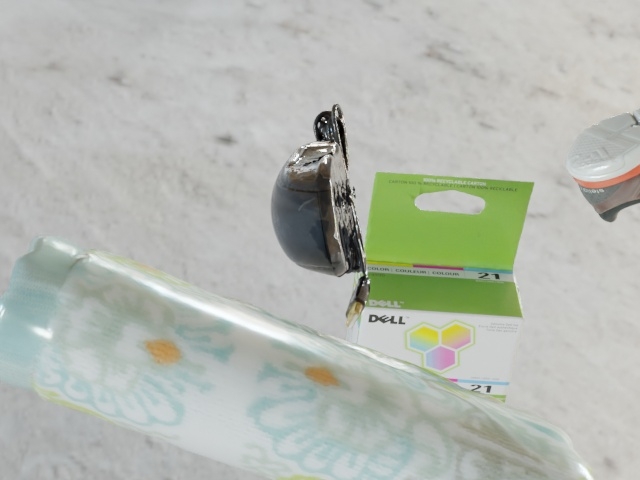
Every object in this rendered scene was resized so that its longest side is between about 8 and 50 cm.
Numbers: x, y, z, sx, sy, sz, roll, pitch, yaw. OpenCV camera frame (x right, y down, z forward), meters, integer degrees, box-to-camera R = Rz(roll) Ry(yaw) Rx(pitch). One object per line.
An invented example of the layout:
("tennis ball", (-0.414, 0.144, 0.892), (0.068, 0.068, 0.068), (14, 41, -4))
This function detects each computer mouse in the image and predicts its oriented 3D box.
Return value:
("computer mouse", (0.000, 0.000, 1.101), (0.060, 0.184, 0.262), (-8, 19, 6))

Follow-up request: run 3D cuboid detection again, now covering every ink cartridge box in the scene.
("ink cartridge box", (0.135, 0.056, 1.458), (0.189, 0.255, 0.097), (4, 37, -4))

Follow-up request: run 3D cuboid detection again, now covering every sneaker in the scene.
("sneaker", (0.227, -0.058, 0.772), (0.158, 0.065, 0.061), (-21, 35, 11))

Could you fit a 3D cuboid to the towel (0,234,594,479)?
("towel", (-0.024, 0.089, 0.811), (0.321, 0.090, 0.374), (18, -3, -3))
